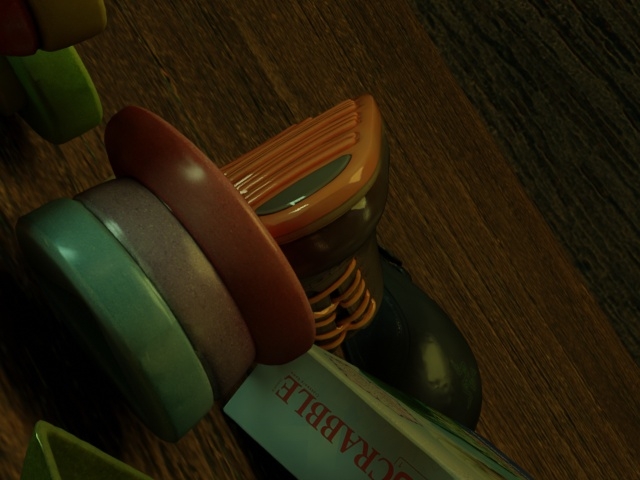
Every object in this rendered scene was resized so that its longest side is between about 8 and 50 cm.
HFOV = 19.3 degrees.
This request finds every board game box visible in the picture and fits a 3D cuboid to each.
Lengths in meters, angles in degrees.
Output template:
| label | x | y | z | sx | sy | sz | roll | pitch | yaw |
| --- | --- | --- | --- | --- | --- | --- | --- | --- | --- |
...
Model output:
| label | x | y | z | sx | sy | sz | roll | pitch | yaw |
| --- | --- | --- | --- | --- | --- | --- | --- | --- | --- |
| board game box | 0.134 | 0.203 | 1.135 | 0.318 | 0.066 | 0.318 | 38 | 3 | 31 |

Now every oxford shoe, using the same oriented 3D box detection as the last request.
| label | x | y | z | sx | sy | sz | roll | pitch | yaw |
| --- | --- | --- | --- | --- | --- | --- | --- | --- | --- |
| oxford shoe | 0.000 | 0.000 | 1.123 | 0.133 | 0.130 | 0.363 | 60 | -3 | -5 |

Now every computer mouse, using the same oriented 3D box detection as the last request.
| label | x | y | z | sx | sy | sz | roll | pitch | yaw |
| --- | --- | --- | --- | --- | --- | --- | --- | --- | --- |
| computer mouse | 0.059 | 0.056 | 1.449 | 0.188 | 0.072 | 0.272 | 42 | 18 | -47 |

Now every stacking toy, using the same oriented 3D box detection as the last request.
| label | x | y | z | sx | sy | sz | roll | pitch | yaw |
| --- | --- | --- | --- | --- | --- | --- | --- | --- | --- |
| stacking toy | -0.153 | -0.035 | 0.953 | 0.309 | 0.130 | 0.279 | 56 | -14 | -8 |

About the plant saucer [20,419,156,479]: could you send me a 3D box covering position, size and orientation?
| label | x | y | z | sx | sy | sz | roll | pitch | yaw |
| --- | --- | --- | --- | --- | --- | --- | --- | --- | --- |
| plant saucer | -0.053 | 0.186 | 0.772 | 0.188 | 0.045 | 0.188 | 39 | 20 | -51 |
